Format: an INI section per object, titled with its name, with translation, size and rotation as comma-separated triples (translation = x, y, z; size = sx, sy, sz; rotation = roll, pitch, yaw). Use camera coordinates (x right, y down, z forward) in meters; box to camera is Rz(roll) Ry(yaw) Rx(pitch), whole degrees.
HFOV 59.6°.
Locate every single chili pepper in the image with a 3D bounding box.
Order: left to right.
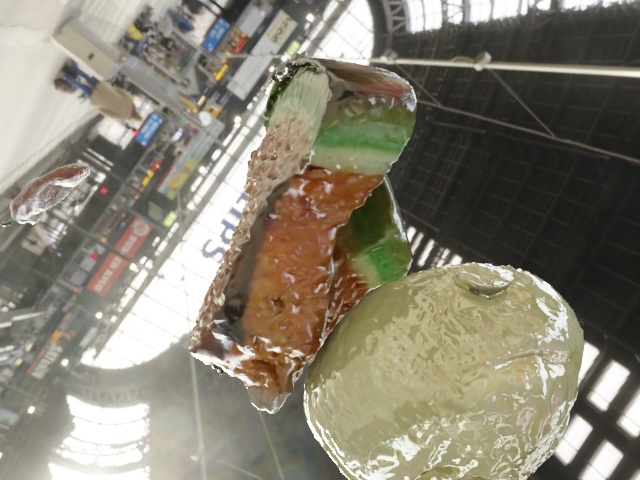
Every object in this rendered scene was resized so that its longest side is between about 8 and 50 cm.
[chili pepper]
translation = -0.340, -0.061, 0.691
size = 0.153, 0.041, 0.050
rotation = -33, -154, 24

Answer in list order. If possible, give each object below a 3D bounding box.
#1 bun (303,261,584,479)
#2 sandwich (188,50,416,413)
[bun]
translation = 0.112, 0.133, 0.459
size = 0.244, 0.243, 0.153
rotation = -46, -132, 21
[sandwich]
translation = 0.000, 0.000, 0.477
size = 0.250, 0.161, 0.301
rotation = -152, -99, -74
